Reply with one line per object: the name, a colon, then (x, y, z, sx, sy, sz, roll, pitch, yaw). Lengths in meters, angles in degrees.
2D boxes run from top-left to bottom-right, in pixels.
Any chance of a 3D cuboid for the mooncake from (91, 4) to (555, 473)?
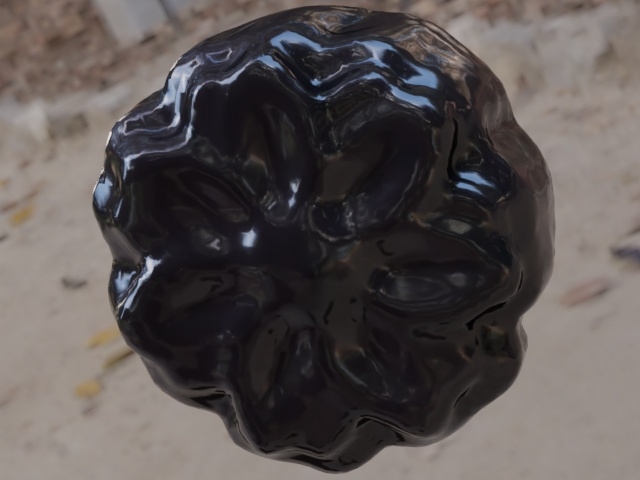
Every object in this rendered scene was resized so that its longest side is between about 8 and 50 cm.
mooncake: (0.000, 0.000, 1.165, 0.283, 0.283, 0.141, -22, 9, 16)
